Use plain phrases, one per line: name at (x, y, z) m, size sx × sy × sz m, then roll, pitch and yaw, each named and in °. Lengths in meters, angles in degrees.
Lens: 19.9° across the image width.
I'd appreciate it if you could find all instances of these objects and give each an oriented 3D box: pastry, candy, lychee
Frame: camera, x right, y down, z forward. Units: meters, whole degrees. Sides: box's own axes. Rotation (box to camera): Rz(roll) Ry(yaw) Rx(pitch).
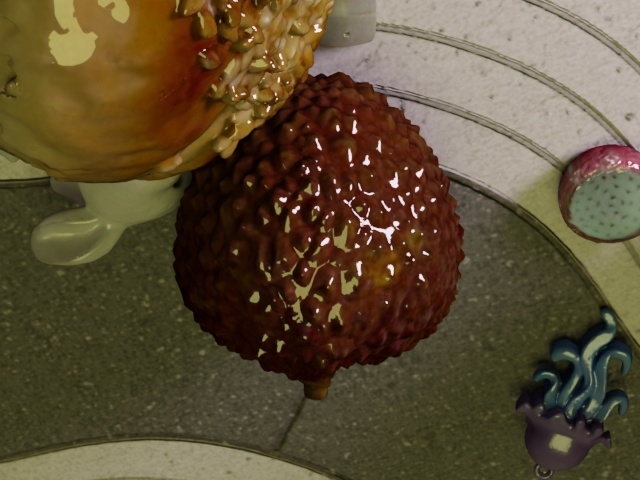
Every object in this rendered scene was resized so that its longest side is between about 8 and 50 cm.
pastry at (-0.117, -0.222, 1.400) m, size 0.245 × 0.409 × 0.410 m, roll 16°, pitch 126°, yaw 14°
candy at (0.279, -0.045, 1.755) m, size 0.103 × 0.043 × 0.103 m, roll -2°, pitch 126°, yaw -2°
lychee at (0.000, 0.000, 1.644) m, size 0.275 × 0.276 × 0.304 m, roll -2°, pitch 105°, yaw 0°

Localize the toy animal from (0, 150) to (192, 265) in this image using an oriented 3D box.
toy animal at (-0.216, -0.090, 1.664) m, size 0.178 × 0.127 × 0.193 m, roll -23°, pitch 124°, yaw 17°

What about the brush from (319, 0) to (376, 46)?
brush at (0.018, -0.304, 1.567) m, size 0.060 × 0.050 × 0.321 m, roll -4°, pitch 126°, yaw -3°

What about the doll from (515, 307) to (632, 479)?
doll at (0.267, 0.162, 1.892) m, size 0.110 × 0.067 × 0.206 m, roll 22°, pitch 112°, yaw 0°
